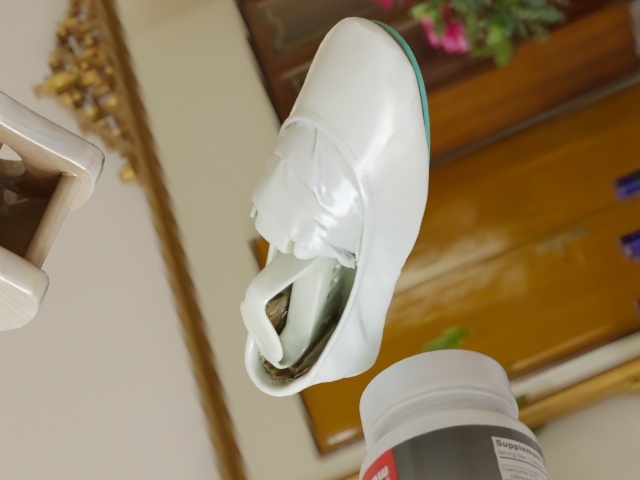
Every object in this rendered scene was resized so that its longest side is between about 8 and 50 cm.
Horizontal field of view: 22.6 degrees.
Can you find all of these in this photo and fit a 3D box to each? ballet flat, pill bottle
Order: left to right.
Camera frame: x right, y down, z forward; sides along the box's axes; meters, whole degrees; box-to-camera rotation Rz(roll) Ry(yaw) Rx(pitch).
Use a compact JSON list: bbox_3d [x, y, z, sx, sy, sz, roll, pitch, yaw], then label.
[{"bbox_3d":[0.000,0.000,1.307,0.400,0.139,0.139,98,158,-49],"label":"ballet flat"},{"bbox_3d":[0.120,0.243,1.333,0.161,0.161,0.283,59,-165,-49],"label":"pill bottle"}]

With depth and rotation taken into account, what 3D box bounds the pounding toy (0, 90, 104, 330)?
[{"bbox_3d":[-0.196,-0.007,0.660,0.269,0.154,0.154,65,-141,-53],"label":"pounding toy"}]
